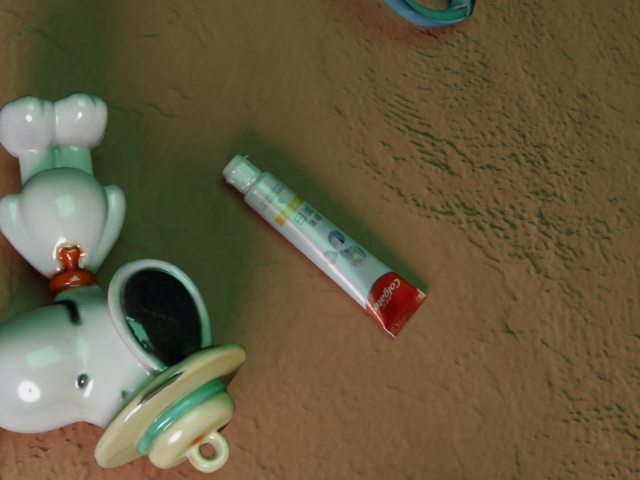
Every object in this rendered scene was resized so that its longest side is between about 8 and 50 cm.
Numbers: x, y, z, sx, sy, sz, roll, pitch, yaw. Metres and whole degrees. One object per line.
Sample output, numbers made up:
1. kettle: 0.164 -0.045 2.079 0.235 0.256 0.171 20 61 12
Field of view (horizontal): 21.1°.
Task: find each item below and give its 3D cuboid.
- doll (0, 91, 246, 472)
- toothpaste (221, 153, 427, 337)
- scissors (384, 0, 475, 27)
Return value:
1. doll: -0.151 0.027 1.250 0.208 0.144 0.271 9 67 -7
2. toothpaste: 0.000 0.000 1.366 0.190 0.031 0.048 40 60 1
3. scissors: 0.009 -0.308 1.392 0.393 0.032 0.180 26 62 -41
